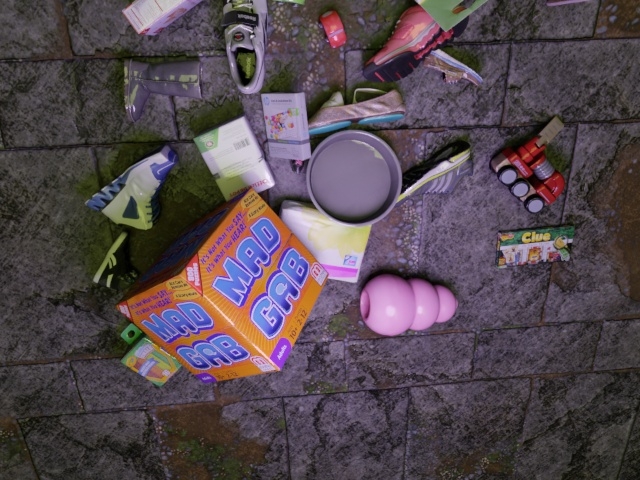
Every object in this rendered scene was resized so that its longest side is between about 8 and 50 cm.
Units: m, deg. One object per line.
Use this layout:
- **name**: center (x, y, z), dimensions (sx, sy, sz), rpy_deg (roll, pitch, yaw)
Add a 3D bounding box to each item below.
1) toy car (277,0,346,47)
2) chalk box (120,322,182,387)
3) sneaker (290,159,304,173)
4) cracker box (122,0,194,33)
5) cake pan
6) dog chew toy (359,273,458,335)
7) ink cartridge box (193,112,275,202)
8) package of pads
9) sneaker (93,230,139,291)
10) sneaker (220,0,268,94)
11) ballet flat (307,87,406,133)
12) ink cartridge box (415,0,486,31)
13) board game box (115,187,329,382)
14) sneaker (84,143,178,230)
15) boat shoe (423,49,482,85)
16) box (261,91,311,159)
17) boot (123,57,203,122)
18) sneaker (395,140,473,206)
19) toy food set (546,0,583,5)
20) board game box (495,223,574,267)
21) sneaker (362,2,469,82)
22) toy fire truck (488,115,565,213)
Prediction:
- **toy car**: center (-0.024, -0.656, 1.234), dimensions (0.225, 0.053, 0.238), rpy_deg (5, 112, -7)
- **chalk box**: center (-0.582, 0.369, 1.570), dimensions (0.213, 0.132, 0.132), rpy_deg (40, 103, -19)
- **sneaker**: center (-0.064, -0.257, 1.396), dimensions (0.047, 0.057, 0.119), rpy_deg (8, 113, -10)
- **cracker box**: center (-0.372, -0.616, 1.166), dimensions (0.233, 0.155, 0.067), rpy_deg (-31, 112, 8)
- **cake pan**: center (0.099, -0.185, 1.391), dimensions (0.294, 0.054, 0.292), rpy_deg (0, 90, -8)
- **dog chew toy**: center (0.308, 0.215, 1.556), dimensions (0.333, 0.206, 0.206), rpy_deg (0, 113, -14)
- **ink cartridge box**: center (-0.250, -0.242, 1.365), dimensions (0.161, 0.092, 0.219), rpy_deg (-22, 113, 5)
- **package of pads**: center (0.000, 0.000, 1.484), dimensions (0.297, 0.101, 0.228), rpy_deg (9, 112, -9)
- **sneaker**: center (-0.630, 0.073, 1.479), dimensions (0.121, 0.079, 0.216), rpy_deg (30, 115, -19)
- **sneaker**: center (-0.198, -0.557, 1.214), dimensions (0.123, 0.146, 0.330), rpy_deg (-5, 111, -1)
- **ballet flat**: center (0.089, -0.385, 1.345), dimensions (0.317, 0.107, 0.106), rpy_deg (-11, 93, -6)
- **ink cartridge box**: center (0.319, -0.676, 1.180), dimensions (0.171, 0.235, 0.056), rpy_deg (-36, 156, 9)
- **board game box**: center (-0.266, 0.140, 1.310), dimensions (0.357, 0.356, 0.356), rpy_deg (-23, 117, 40)
- **sneaker**: center (-0.526, -0.140, 1.379), dimensions (0.316, 0.127, 0.182), rpy_deg (-32, 115, 16)
- **boat shoe**: center (0.383, -0.493, 1.337), dimensions (0.183, 0.066, 0.066), rpy_deg (28, 112, -5)
- **box**: center (-0.099, -0.331, 1.323), dimensions (0.038, 0.145, 0.186), rpy_deg (-27, 121, -42)
- **boot**: center (-0.440, -0.420, 1.295), dimensions (0.209, 0.076, 0.189), rpy_deg (2, 115, -13)
- **sneaker**: center (0.353, -0.181, 1.439), dimensions (0.300, 0.111, 0.121), rpy_deg (-31, 116, 10)
- **toy food set**: center (0.567, -0.739, 1.161), dimensions (0.092, 0.219, 0.306), rpy_deg (-40, 111, 11)
- **board game box**: center (0.745, 0.020, 1.597), dimensions (0.260, 0.030, 0.136), rpy_deg (-6, 111, -2)
- **sneaker**: center (0.248, -0.566, 1.282), dimensions (0.314, 0.116, 0.136), rpy_deg (-30, 70, 18)
- **toy fire truck**: center (0.686, -0.246, 1.432), dimensions (0.217, 0.158, 0.246), rpy_deg (40, 114, -18)
